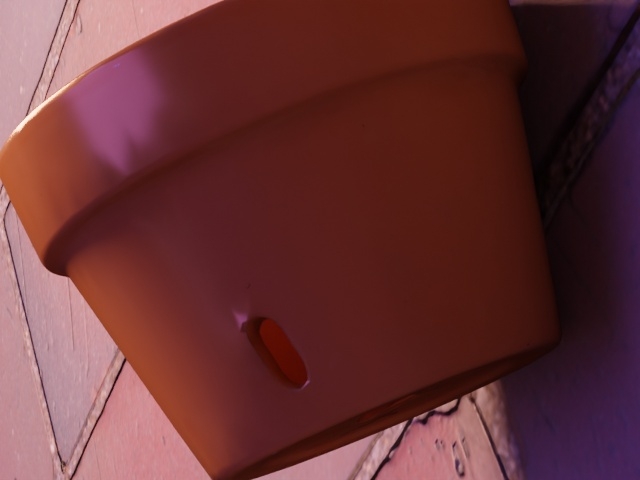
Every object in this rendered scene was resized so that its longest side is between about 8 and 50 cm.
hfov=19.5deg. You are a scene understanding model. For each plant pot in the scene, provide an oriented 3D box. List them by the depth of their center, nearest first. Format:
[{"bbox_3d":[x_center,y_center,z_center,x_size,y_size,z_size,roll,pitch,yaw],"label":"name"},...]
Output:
[{"bbox_3d":[0.000,0.000,0.997,0.291,0.291,0.203,-39,71,57],"label":"plant pot"}]
